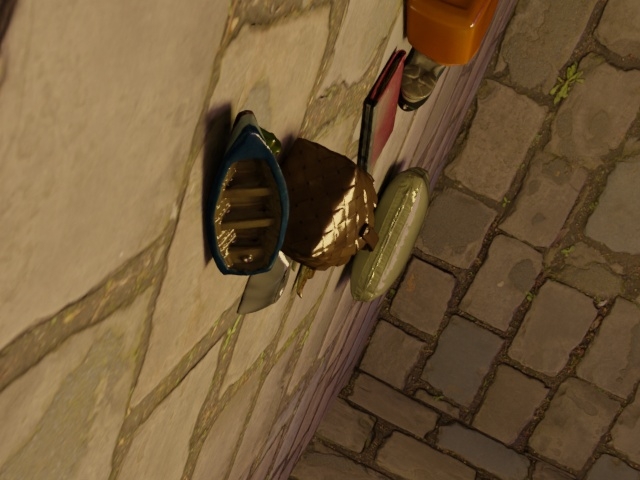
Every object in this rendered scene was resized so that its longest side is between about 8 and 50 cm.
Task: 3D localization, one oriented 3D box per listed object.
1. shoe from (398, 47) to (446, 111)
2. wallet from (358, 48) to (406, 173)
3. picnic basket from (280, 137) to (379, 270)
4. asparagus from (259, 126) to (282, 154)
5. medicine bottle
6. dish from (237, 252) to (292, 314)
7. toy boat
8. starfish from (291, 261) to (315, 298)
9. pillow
[{"bbox_3d":[0.174,-0.283,1.404,0.169,0.071,0.099,-60,177,-33],"label":"shoe"},{"bbox_3d":[0.101,-0.206,1.325,0.119,0.025,0.232,-60,169,-20],"label":"wallet"},{"bbox_3d":[0.008,-0.032,0.963,0.138,0.128,0.178,-61,153,-4],"label":"picnic basket"},{"bbox_3d":[-0.057,-0.096,0.783,0.025,0.021,0.108,-61,171,6],"label":"asparagus"},{"bbox_3d":[0.207,-0.358,1.231,0.149,0.112,0.222,-63,170,-7],"label":"medicine bottle"},{"bbox_3d":[-0.062,0.046,1.065,0.091,0.039,0.137,-47,162,-59],"label":"dish"},{"bbox_3d":[-0.070,-0.040,0.754,0.229,0.080,0.046,97,-13,-55],"label":"toy boat"},{"bbox_3d":[0.002,0.001,1.308,0.217,0.050,0.223,-41,151,-49],"label":"starfish"},{"bbox_3d":[0.168,-0.017,1.888,0.255,0.119,0.322,-34,146,-75],"label":"pillow"}]
